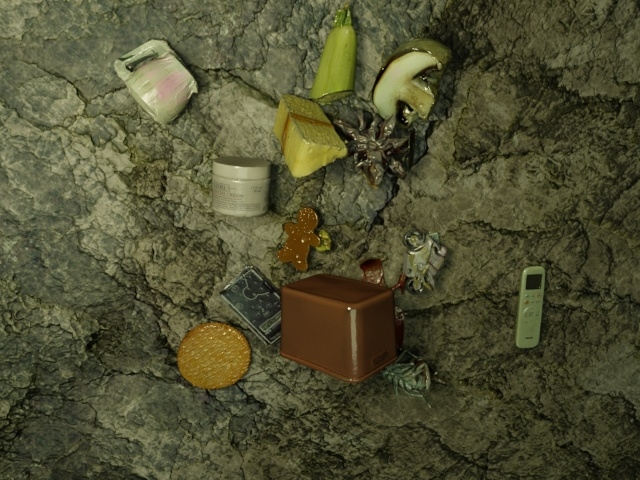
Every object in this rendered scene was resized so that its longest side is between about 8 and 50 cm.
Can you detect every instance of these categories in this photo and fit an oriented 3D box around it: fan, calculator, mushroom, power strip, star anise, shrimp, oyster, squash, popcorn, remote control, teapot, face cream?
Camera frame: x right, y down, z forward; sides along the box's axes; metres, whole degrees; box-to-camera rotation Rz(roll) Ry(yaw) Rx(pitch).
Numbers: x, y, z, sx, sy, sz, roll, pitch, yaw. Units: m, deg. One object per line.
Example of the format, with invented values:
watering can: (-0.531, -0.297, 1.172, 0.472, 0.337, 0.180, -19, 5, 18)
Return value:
fan: (0.268, -0.265, 1.677, 0.009, 0.220, 0.132, 4, 110, 16)
calculator: (-0.198, 0.220, 1.858, 0.166, 0.028, 0.274, -40, 107, 6)
mushroom: (0.272, -0.481, 1.639, 0.190, 0.164, 0.267, 23, 140, 11)
power strip: (0.379, 0.013, 1.869, 0.040, 0.016, 0.090, -14, 107, -2)
star anise: (0.154, -0.282, 1.671, 0.283, 0.129, 0.212, 38, 77, -1)
shrimp: (0.264, 0.445, 1.920, 0.410, 0.166, 0.221, 30, 135, 0)
oyster: (0.155, -0.233, 1.748, 0.103, 0.051, 0.148, 2, 74, -18)
squash: (0.066, -0.534, 1.629, 0.137, 0.137, 0.287, 15, 95, -11)
popcorn: (-0.001, 0.003, 1.801, 0.083, 0.059, 0.068, 27, 115, 3)
remote control: (0.737, 0.234, 1.965, 0.090, 0.038, 0.309, -2, 106, -6)
teapot: (-0.453, -0.453, 1.588, 0.178, 0.221, 0.163, -42, 146, -3)
face cream: (-0.236, -0.162, 1.663, 0.177, 0.177, 0.153, 3, 106, -7)

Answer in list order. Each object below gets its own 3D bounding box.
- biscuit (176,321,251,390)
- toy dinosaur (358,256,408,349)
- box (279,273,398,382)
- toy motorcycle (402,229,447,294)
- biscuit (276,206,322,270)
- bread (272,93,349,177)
biscuit: (-0.360, 0.391, 1.886, 0.254, 0.035, 0.254, -2, 108, -5)
toy dinosaur: (0.207, 0.203, 1.856, 0.207, 0.113, 0.327, -1, 107, -9)
box: (0.053, 0.253, 1.723, 0.239, 0.339, 0.229, -15, 108, -46)
toy motorcycle: (0.347, 0.066, 1.834, 0.152, 0.073, 0.225, -9, 106, -11)
biscuit: (-0.058, -0.010, 1.781, 0.138, 0.031, 0.205, 24, 106, 21)
bread: (-0.051, -0.310, 1.602, 0.178, 0.266, 0.142, -37, 135, 11)
